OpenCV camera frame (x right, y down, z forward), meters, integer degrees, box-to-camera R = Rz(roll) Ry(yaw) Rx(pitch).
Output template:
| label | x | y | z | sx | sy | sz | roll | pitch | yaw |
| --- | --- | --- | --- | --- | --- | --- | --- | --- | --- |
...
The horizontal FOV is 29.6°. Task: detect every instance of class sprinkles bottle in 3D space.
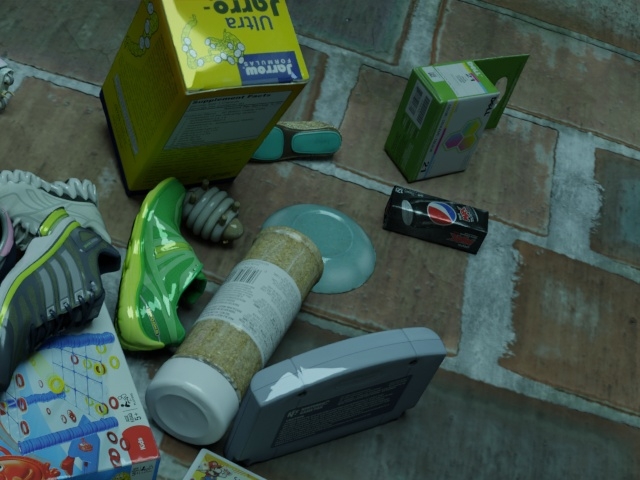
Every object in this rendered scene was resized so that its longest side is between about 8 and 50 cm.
| label | x | y | z | sx | sy | sz | roll | pitch | yaw |
| --- | --- | --- | --- | --- | --- | --- | --- | --- | --- |
| sprinkles bottle | -0.113 | 0.126 | 1.719 | 0.121 | 0.121 | 0.355 | 26 | 45 | 7 |

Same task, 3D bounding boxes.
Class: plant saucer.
| label | x | y | z | sx | sy | sz | roll | pitch | yaw |
| --- | --- | --- | --- | --- | --- | --- | --- | --- | --- |
| plant saucer | 0.000 | 0.000 | 1.940 | 0.194 | 0.037 | 0.195 | 10 | 44 | -10 |

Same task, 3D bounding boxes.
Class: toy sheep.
| label | x | y | z | sx | sy | sz | roll | pitch | yaw |
| --- | --- | --- | --- | --- | --- | --- | --- | --- | --- |
| toy sheep | -0.174 | -0.046 | 1.887 | 0.132 | 0.091 | 0.091 | 39 | 47 | 7 |

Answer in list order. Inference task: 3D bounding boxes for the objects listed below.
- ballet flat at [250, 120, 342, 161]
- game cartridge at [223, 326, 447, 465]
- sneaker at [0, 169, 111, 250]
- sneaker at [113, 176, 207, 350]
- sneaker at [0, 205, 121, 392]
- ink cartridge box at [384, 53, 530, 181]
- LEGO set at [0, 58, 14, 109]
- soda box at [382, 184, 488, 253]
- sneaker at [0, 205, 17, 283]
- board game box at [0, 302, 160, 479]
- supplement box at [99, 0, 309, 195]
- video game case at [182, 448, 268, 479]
| label | x | y | z | sx | sy | sz | roll | pitch | yaw |
| --- | --- | --- | --- | --- | --- | --- | --- | --- | --- |
| ballet flat | -0.066 | -0.174 | 2.076 | 0.206 | 0.073 | 0.067 | 2 | 20 | -21 |
| game cartridge | 0.022 | 0.205 | 1.636 | 0.294 | 0.196 | 0.060 | -12 | 60 | -29 |
| sneaker | -0.408 | -0.026 | 1.724 | 0.292 | 0.110 | 0.118 | -1 | 57 | -56 |
| sneaker | -0.228 | 0.040 | 1.783 | 0.123 | 0.109 | 0.296 | 12 | 54 | -11 |
| sneaker | -0.349 | 0.080 | 1.572 | 0.121 | 0.111 | 0.300 | 23 | 46 | -3 |
| ink cartridge box | 0.262 | -0.220 | 2.133 | 0.255 | 0.189 | 0.097 | -12 | 52 | -29 |
| LEGO set | -0.608 | -0.217 | 1.872 | 0.107 | 0.132 | 0.287 | 30 | 23 | 18 |
| soda box | 0.193 | -0.035 | 2.023 | 0.168 | 0.060 | 0.053 | 15 | 45 | -5 |
| sneaker | -0.502 | 0.064 | 1.513 | 0.112 | 0.131 | 0.319 | 29 | 45 | 9 |
| board game box | -0.398 | 0.209 | 1.565 | 0.301 | 0.086 | 0.308 | -8 | 51 | -26 |
| supplement box | -0.188 | -0.235 | 1.844 | 0.194 | 0.356 | 0.195 | -9 | 73 | -27 |
| video game case | -0.097 | 0.392 | 1.538 | 0.227 | 0.026 | 0.206 | 25 | 45 | 7 |
